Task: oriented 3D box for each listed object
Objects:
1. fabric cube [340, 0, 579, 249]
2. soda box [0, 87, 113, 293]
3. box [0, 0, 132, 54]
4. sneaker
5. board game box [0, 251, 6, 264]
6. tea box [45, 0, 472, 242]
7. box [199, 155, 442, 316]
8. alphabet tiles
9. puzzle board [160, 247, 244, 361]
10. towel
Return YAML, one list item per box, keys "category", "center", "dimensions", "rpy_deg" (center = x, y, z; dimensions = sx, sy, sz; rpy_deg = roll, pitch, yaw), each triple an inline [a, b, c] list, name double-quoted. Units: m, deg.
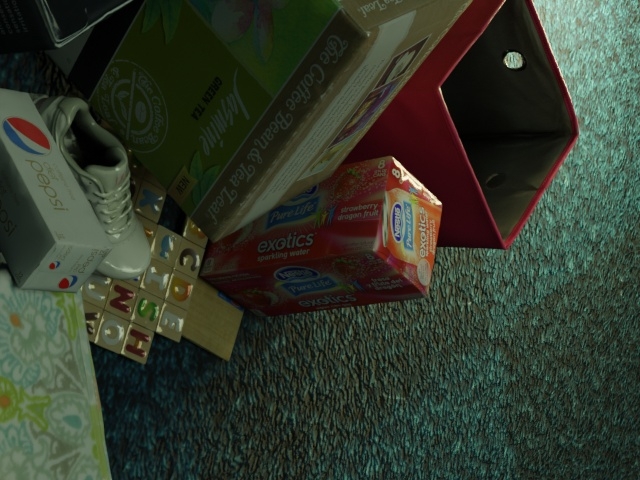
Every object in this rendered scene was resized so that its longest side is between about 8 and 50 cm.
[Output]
- category: "fabric cube"
  center: [0.147, -0.161, 1.821]
  dimensions: [0.259, 0.258, 0.254]
  rpy_deg: [-52, 128, -36]
- category: "soda box"
  center: [-0.287, -0.052, 1.339]
  dimensions: [0.074, 0.069, 0.216]
  rpy_deg: [7, 42, -50]
- category: "box"
  center: [-0.291, -0.301, 1.167]
  dimensions: [0.293, 0.396, 0.212]
  rpy_deg: [-43, 124, -41]
- category: "sneaker"
  center: [-0.236, -0.051, 1.451]
  dimensions: [0.090, 0.115, 0.232]
  rpy_deg: [-50, 122, -35]
- category: "board game box"
  center: [-0.340, 0.071, 1.399]
  dimensions: [0.201, 0.035, 0.136]
  rpy_deg: [14, 80, -50]
- category: "tea box"
  center: [-0.074, -0.239, 1.398]
  dimensions: [0.323, 0.329, 0.220]
  rpy_deg: [48, 43, 9]
- category: "box"
  center: [0.000, 0.000, 1.633]
  dimensions: [0.123, 0.257, 0.128]
  rpy_deg: [40, 52, -43]
- category: "alphabet tiles"
  center: [-0.210, 0.010, 1.569]
  dimensions: [0.198, 0.009, 0.237]
  rpy_deg: [30, 67, -43]
- category: "puzzle board"
  center: [-0.139, 0.079, 1.667]
  dimensions: [0.128, 0.011, 0.096]
  rpy_deg: [37, 62, -46]
- category: "towel"
  center: [-0.329, 0.196, 1.266]
  dimensions: [0.374, 0.090, 0.320]
  rpy_deg: [-22, 104, -61]
